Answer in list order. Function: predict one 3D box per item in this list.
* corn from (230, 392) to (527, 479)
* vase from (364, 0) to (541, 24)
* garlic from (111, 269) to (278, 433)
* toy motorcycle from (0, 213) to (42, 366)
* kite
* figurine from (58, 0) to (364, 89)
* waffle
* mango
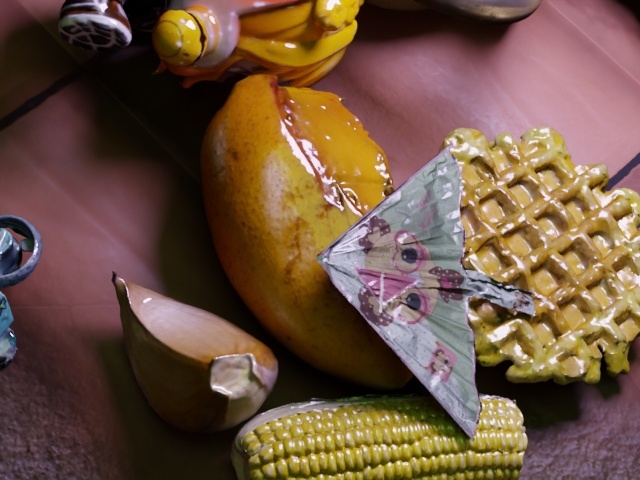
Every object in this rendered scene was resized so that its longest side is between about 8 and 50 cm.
[{"bbox_3d":[0.065,0.215,1.579,0.305,0.122,0.123,-2,27,-14],"label":"corn"},{"bbox_3d":[0.157,-0.346,1.810,0.302,0.241,0.329,13,39,-13],"label":"vase"},{"bbox_3d":[-0.130,0.126,1.590,0.206,0.128,0.115,31,102,36],"label":"garlic"},{"bbox_3d":[-0.407,0.078,1.577,0.198,0.109,0.296,26,62,16],"label":"toy motorcycle"},{"bbox_3d":[0.108,0.042,1.579,0.267,0.013,0.323,10,64,-30],"label":"kite"},{"bbox_3d":[-0.096,-0.265,1.702,0.323,0.196,0.320,6,18,6],"label":"figurine"},{"bbox_3d":[0.223,0.011,1.717,0.302,0.068,0.325,16,54,-14],"label":"waffle"},{"bbox_3d":[0.000,0.000,1.650,0.199,0.201,0.350,-27,77,18],"label":"mango"}]
